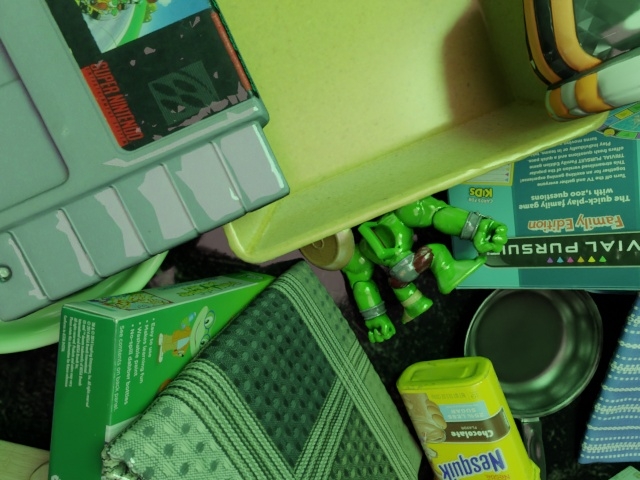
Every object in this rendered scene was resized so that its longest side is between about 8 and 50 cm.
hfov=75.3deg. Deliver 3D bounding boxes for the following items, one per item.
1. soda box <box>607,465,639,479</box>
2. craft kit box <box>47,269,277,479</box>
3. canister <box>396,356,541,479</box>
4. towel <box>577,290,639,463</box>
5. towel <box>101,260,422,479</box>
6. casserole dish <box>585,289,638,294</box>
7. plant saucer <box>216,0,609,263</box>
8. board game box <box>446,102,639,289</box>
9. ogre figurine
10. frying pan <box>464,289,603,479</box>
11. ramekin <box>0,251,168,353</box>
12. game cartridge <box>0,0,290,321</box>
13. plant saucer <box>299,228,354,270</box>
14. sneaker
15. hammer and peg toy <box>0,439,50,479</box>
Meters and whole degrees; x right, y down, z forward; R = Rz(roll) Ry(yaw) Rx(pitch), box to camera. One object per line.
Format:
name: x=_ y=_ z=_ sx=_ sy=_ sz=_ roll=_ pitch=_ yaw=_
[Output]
soda box: x=0.394 y=0.419 z=0.584 sx=0.216 sy=0.074 sz=0.069 roll=-29 pitch=99 yaw=-5
craft kit box: x=-0.127 y=0.165 z=0.395 sx=0.061 sy=0.247 sz=0.249 roll=8 pitch=95 yaw=16
canister: x=0.179 y=0.236 z=0.514 sx=0.126 sy=0.073 sz=0.169 roll=-19 pitch=98 yaw=35
towel: x=0.494 y=0.172 z=0.533 sx=0.244 sy=0.040 sz=0.335 roll=0 pitch=114 yaw=-1
towel: x=-0.007 y=0.214 z=0.409 sx=0.056 sy=0.312 sz=0.324 roll=-26 pitch=100 yaw=27
casserole dish: x=0.411 y=0.015 z=0.570 sx=0.189 sy=0.037 sz=0.114 roll=3 pitch=94 yaw=-10
plant saucer: x=0.025 y=-0.191 z=0.360 sx=0.333 sy=0.081 sz=0.332 roll=-22 pitch=95 yaw=4
board game box: x=0.263 y=-0.118 z=0.440 sx=0.254 sy=0.079 sz=0.335 roll=-3 pitch=98 yaw=34
ogre figurine: x=0.100 y=0.020 z=0.478 sx=0.097 sy=0.197 sz=0.118 roll=-29 pitch=74 yaw=-43
frying pan: x=0.303 y=0.195 z=0.561 sx=0.197 sy=0.053 sz=0.326 roll=-25 pitch=100 yaw=-5
ramekin: x=-0.274 y=-0.063 z=0.394 sx=0.304 sy=0.148 sz=0.303 roll=-1 pitch=95 yaw=-9
game cartridge: x=-0.191 y=-0.150 z=0.288 sx=0.230 sy=0.068 sz=0.354 roll=-25 pitch=96 yaw=0
plant saucer: x=0.000 y=0.000 z=0.484 sx=0.015 sy=0.084 sz=0.083 roll=-30 pitch=102 yaw=-48
sneaker: x=0.284 y=-0.208 z=0.262 sx=0.321 sy=0.124 sz=0.179 roll=-18 pitch=96 yaw=-4
hammer and peg toy: x=-0.313 y=0.318 z=0.352 sx=0.362 sy=0.265 sz=0.127 roll=16 pitch=135 yaw=-3
